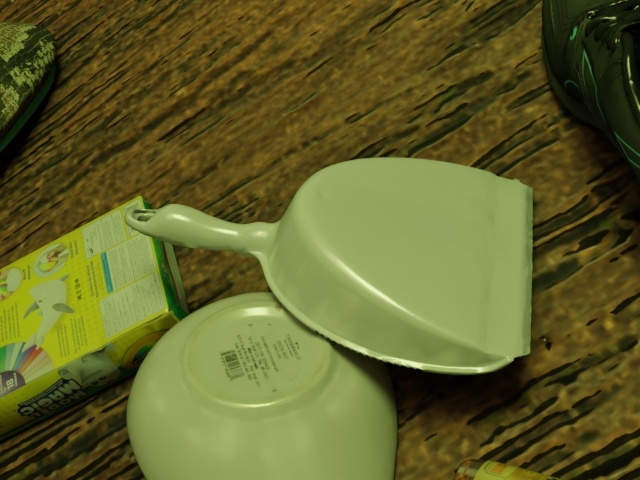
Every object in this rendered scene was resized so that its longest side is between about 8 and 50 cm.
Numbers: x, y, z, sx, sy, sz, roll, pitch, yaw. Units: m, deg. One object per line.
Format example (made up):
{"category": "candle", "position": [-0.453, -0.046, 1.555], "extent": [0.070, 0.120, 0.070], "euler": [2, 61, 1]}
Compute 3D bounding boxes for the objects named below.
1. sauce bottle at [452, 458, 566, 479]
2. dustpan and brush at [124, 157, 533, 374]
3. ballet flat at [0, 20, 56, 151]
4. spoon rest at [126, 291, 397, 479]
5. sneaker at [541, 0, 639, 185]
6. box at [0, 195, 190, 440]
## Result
{"category": "sauce bottle", "position": [0.116, 0.124, 0.367], "extent": [0.128, 0.042, 0.042], "euler": [9, 60, 29]}
{"category": "dustpan and brush", "position": [0.000, 0.000, 0.471], "extent": [0.211, 0.060, 0.147], "euler": [17, 41, 0]}
{"category": "ballet flat", "position": [-0.382, -0.030, 0.638], "extent": [0.164, 0.182, 0.483], "euler": [17, 64, 36]}
{"category": "spoon rest", "position": [-0.011, 0.122, 0.406], "extent": [0.137, 0.084, 0.276], "euler": [-12, 38, -11]}
{"category": "sneaker", "position": [0.181, -0.085, 0.451], "extent": [0.101, 0.106, 0.267], "euler": [-25, 47, 9]}
{"category": "box", "position": [-0.173, 0.056, 0.562], "extent": [0.179, 0.043, 0.105], "euler": [-25, 48, 4]}
